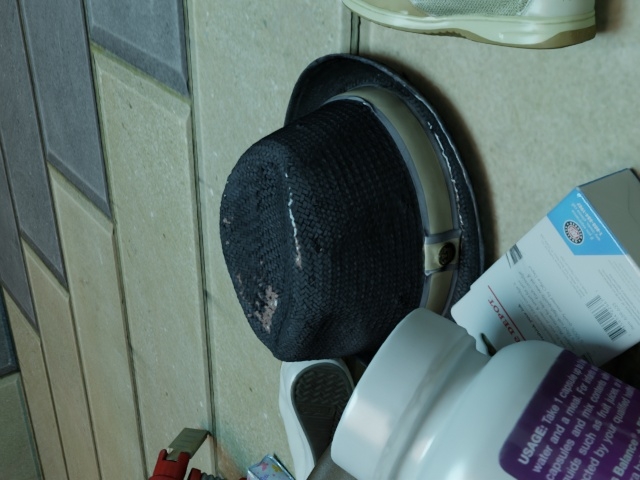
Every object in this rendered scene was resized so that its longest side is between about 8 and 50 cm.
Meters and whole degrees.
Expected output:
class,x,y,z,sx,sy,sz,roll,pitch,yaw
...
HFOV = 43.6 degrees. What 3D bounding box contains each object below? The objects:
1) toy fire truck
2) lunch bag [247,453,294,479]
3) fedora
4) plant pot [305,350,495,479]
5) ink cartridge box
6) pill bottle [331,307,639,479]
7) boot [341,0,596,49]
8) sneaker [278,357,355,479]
class,x,y,z,sx,sy,sz,roll,pitch,yaw
toy fire truck,-0.179,0.395,1.253,0.158,0.217,0.246,119,165,-51
lunch bag,-0.068,0.365,1.156,0.083,0.053,0.071,38,138,28
fedora,0.000,0.000,0.754,0.334,0.152,0.334,33,132,45
plant pot,0.096,0.211,0.708,0.215,0.215,0.230,41,123,38
ink cartridge box,0.183,0.043,0.586,0.104,0.060,0.180,58,146,17
pill bottle,0.163,0.169,0.508,0.301,0.169,0.169,30,134,20
boot,0.098,-0.228,0.553,0.213,0.077,0.165,24,127,43
sneaker,0.014,0.238,0.941,0.123,0.105,0.290,-125,25,-67
